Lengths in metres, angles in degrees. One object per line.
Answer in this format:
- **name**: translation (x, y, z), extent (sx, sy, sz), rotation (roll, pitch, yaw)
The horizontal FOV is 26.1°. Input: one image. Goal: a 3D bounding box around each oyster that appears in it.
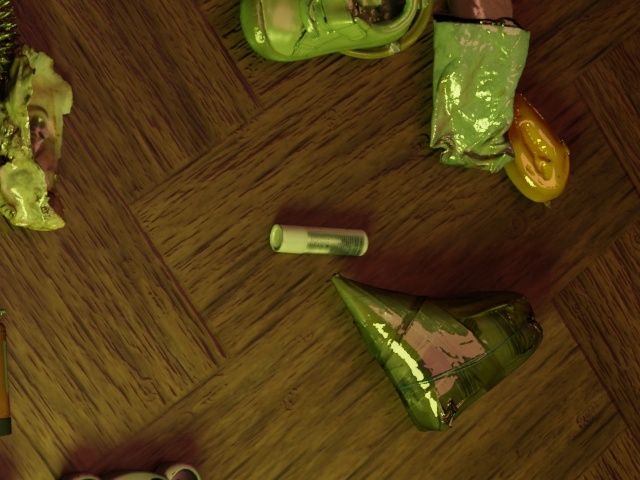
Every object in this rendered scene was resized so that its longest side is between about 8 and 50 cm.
- **oyster**: translation (-0.367, -0.126, 1.721), extent (0.107, 0.161, 0.233), rotation (-4, 84, 14)

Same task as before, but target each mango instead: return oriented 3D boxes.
- **mango**: translation (0.322, -0.137, 2.119), extent (0.101, 0.066, 0.187), rotation (-26, 92, -20)

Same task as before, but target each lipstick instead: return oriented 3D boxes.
- **lipstick**: translation (0.000, 0.000, 1.945), extent (0.141, 0.040, 0.040), rotation (4, 83, -28)

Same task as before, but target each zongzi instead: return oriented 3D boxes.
- **zongzi**: translation (0.172, 0.100, 1.983), extent (0.251, 0.125, 0.274), rotation (-36, 96, -25)

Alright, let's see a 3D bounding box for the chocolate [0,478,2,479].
- **chocolate**: translation (-0.487, 0.257, 1.623), extent (0.321, 0.112, 0.112), rotation (47, 58, -16)

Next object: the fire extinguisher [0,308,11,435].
- **fire extinguisher**: translation (-0.413, 0.154, 1.705), extent (0.062, 0.050, 0.177), rotation (-5, 85, 10)

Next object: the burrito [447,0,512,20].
- **burrito**: translation (0.229, -0.455, 2.098), extent (0.117, 0.076, 0.392), rotation (-8, 90, -34)

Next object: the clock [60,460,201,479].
- **clock**: translation (-0.234, 0.410, 1.751), extent (0.227, 0.090, 0.248), rotation (-2, 84, -28)

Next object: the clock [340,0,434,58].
- **clock**: translation (0.053, -0.372, 2.002), extent (0.237, 0.057, 0.237), rotation (2, 84, -23)

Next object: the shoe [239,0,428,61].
- **shoe**: translation (0.018, -0.331, 1.899), extent (0.262, 0.128, 0.140), rotation (-4, 74, -24)

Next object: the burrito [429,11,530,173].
- **burrito**: translation (0.227, -0.219, 2.044), extent (0.144, 0.089, 0.229), rotation (5, 103, 3)

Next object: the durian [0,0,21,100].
- **durian**: translation (-0.441, -0.280, 1.709), extent (0.137, 0.095, 0.221), rotation (-6, 85, -28)
